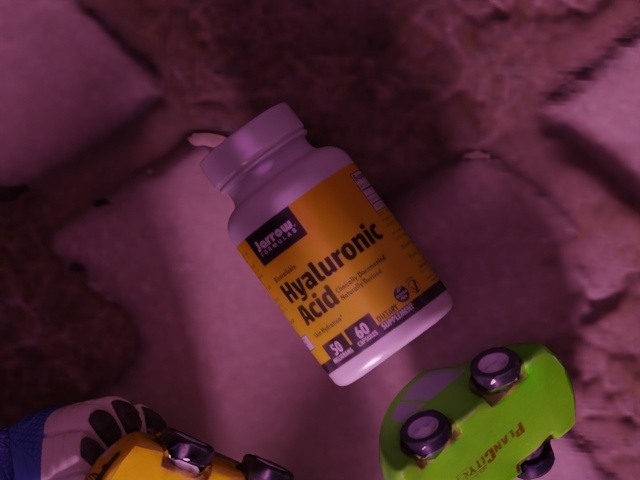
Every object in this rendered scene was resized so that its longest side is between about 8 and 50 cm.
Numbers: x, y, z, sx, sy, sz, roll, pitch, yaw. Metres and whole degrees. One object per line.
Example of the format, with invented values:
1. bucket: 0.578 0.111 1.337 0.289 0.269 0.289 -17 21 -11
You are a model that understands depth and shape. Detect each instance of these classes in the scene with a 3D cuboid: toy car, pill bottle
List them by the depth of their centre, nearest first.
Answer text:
1. toy car: 0.016 0.121 0.771 0.225 0.053 0.239 -38 124 -21
2. pill bottle: 0.000 0.000 0.792 0.065 0.065 0.116 -37 87 8

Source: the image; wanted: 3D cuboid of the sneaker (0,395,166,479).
1. sneaker: -0.111 0.237 0.804 0.147 0.130 0.330 -9 92 25
